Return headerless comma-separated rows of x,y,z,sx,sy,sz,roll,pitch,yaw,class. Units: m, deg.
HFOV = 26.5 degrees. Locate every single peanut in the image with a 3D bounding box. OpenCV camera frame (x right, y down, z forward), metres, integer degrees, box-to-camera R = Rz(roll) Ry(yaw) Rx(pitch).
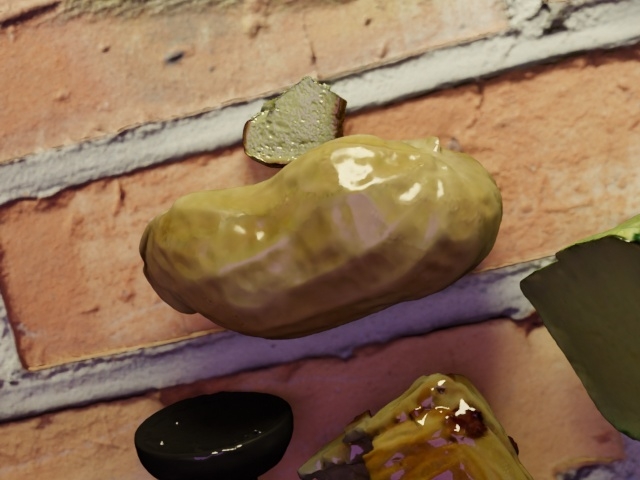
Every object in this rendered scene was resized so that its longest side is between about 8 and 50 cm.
0.003,0.004,1.268,0.340,0.174,0.158,-24,58,16,peanut

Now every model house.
0.326,0.043,1.184,0.189,0.214,0.195,-34,86,-24,model house

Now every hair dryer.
-0.153,0.327,1.299,0.284,0.156,0.320,-8,102,-33,hair dryer

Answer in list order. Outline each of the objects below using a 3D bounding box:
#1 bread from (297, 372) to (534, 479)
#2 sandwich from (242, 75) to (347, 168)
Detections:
0.112,0.342,1.275,0.314,0.191,0.370,-38,72,18,bread
-0.026,-0.114,1.325,0.105,0.036,0.093,1,97,12,sandwich
